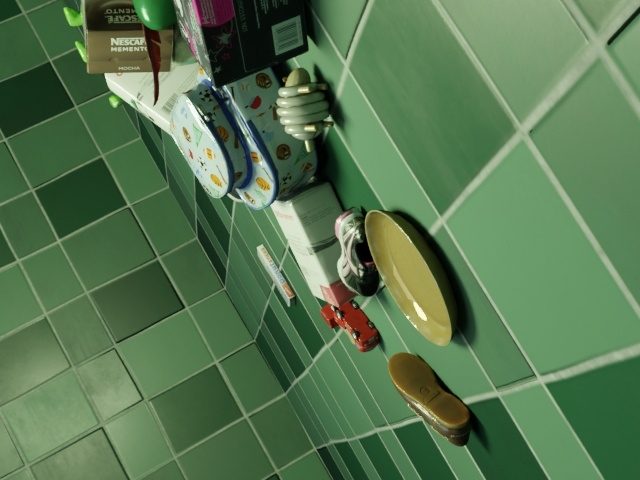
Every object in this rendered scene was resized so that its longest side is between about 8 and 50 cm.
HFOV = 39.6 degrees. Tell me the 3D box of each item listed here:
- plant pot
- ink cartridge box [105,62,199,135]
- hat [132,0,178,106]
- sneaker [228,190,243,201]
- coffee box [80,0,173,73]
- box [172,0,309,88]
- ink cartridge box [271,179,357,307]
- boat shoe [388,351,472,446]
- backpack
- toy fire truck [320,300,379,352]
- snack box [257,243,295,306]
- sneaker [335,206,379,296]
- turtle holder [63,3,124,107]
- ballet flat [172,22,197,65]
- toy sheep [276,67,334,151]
[{"bbox_3d":[0.144,0.052,1.370,0.236,0.032,0.236,55,165,23],"label":"plant pot"},{"bbox_3d":[-0.320,-0.329,1.889,0.219,0.160,0.092,37,168,2],"label":"ink cartridge box"},{"bbox_3d":[-0.314,-0.394,1.568,0.208,0.183,0.173,37,161,-5],"label":"hat"},{"bbox_3d":[-0.225,-0.218,2.060,0.268,0.101,0.153,56,166,-1],"label":"sneaker"},{"bbox_3d":[-0.398,-0.483,1.800,0.119,0.168,0.297,108,152,-53],"label":"coffee box"},{"bbox_3d":[-0.122,-0.368,1.243,0.142,0.163,0.247,57,166,32],"label":"box"},{"bbox_3d":[0.000,0.000,1.667,0.217,0.092,0.158,63,166,-14],"label":"ink cartridge box"},{"bbox_3d":[0.188,0.281,1.567,0.207,0.073,0.073,48,159,46],"label":"boat shoe"},{"bbox_3d":[-0.129,-0.187,1.568,0.263,0.213,0.276,51,163,1],"label":"backpack"},{"bbox_3d":[0.061,0.177,1.884,0.192,0.047,0.135,50,163,37],"label":"toy fire truck"},{"bbox_3d":[-0.123,0.097,2.451,0.178,0.022,0.064,57,165,20],"label":"snack box"},{"bbox_3d":[0.071,0.035,1.518,0.077,0.072,0.178,47,161,48],"label":"sneaker"},{"bbox_3d":[-0.424,-0.440,2.070,0.243,0.227,0.320,45,159,47],"label":"turtle holder"},{"bbox_3d":[-0.285,-0.461,1.842,0.072,0.068,0.213,120,143,-73],"label":"ballet flat"},{"bbox_3d":[-0.025,-0.202,1.381,0.091,0.091,0.132,-155,58,-68],"label":"toy sheep"}]
